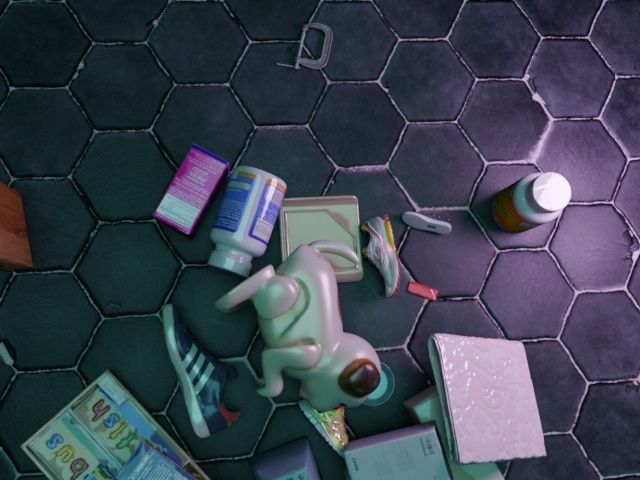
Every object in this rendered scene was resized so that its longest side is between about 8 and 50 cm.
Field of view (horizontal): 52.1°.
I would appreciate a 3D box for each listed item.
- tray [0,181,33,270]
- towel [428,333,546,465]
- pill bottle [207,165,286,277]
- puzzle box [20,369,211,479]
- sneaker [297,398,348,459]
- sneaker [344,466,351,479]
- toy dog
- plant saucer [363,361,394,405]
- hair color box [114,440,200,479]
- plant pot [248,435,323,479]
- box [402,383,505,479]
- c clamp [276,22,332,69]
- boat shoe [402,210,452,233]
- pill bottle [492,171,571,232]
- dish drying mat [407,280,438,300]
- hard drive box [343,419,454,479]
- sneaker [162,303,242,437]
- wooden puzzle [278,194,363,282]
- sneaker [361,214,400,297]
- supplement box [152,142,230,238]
[{"bbox_3d":[-0.787,-0.052,1.529,0.076,0.411,0.202,-12,83,-8],"label":"tray"},{"bbox_3d":[0.425,0.400,1.661,0.332,0.053,0.316,10,62,-34],"label":"towel"},{"bbox_3d":[-0.200,-0.046,1.718,0.152,0.152,0.271,19,81,-3],"label":"pill bottle"},{"bbox_3d":[-0.499,0.561,1.627,0.409,0.052,0.272,46,72,2],"label":"puzzle box"},{"bbox_3d":[0.037,0.478,1.699,0.094,0.081,0.208,-38,86,-12],"label":"sneaker"},{"bbox_3d":[0.138,0.580,1.695,0.161,0.075,0.057,-29,85,-9],"label":"sneaker"},{"bbox_3d":[-0.019,0.239,1.643,0.395,0.284,0.407,-34,87,-18],"label":"toy dog"},{"bbox_3d":[0.137,0.381,1.753,0.120,0.021,0.119,1,81,-6],"label":"plant saucer"},{"bbox_3d":[-0.309,0.612,1.535,0.347,0.174,0.105,36,69,-1],"label":"hair color box"},{"bbox_3d":[-0.072,0.598,1.592,0.166,0.234,0.165,-19,84,-9],"label":"plant pot"},{"bbox_3d":[0.349,0.533,1.690,0.121,0.148,0.311,-28,84,-8],"label":"box"},{"bbox_3d":[-0.037,-0.557,1.877,0.137,0.022,0.160,17,81,-3],"label":"c clamp"},{"bbox_3d":[0.297,-0.056,1.827,0.142,0.049,0.040,17,47,-1],"label":"boat shoe"},{"bbox_3d":[0.566,-0.104,1.755,0.137,0.245,0.136,1,81,-6],"label":"pill bottle"},{"bbox_3d":[0.283,0.139,1.810,0.083,0.008,0.032,21,81,-2],"label":"dish drying mat"},{"bbox_3d":[0.194,0.559,1.590,0.232,0.089,0.181,-17,87,10],"label":"hard drive box"},{"bbox_3d":[-0.300,0.316,1.675,0.148,0.131,0.349,-19,89,-15],"label":"sneaker"},{"bbox_3d":[0.000,0.000,1.790,0.221,0.044,0.238,-3,86,-6],"label":"wooden puzzle"},{"bbox_3d":[0.165,0.047,1.784,0.093,0.088,0.225,-12,78,4],"label":"sneaker"},{"bbox_3d":[-0.340,-0.126,1.737,0.114,0.111,0.220,29,80,-1],"label":"supplement box"}]
